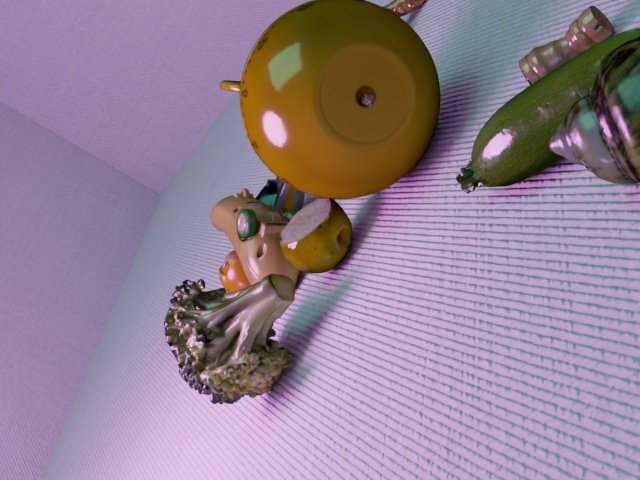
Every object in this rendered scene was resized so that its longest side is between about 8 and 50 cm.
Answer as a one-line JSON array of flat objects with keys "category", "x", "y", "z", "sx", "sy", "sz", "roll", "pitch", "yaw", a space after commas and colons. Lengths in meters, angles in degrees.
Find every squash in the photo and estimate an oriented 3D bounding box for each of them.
[{"category": "squash", "x": 0.283, "y": -0.148, "z": 1.231, "sx": 0.378, "sy": 0.101, "sz": 0.101, "roll": -37, "pitch": 27, "yaw": 56}]

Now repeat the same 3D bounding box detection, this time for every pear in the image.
[{"category": "pear", "x": 0.000, "y": 0.000, "z": 1.817, "sx": 0.141, "sy": 0.104, "sz": 0.141, "roll": -29, "pitch": 28, "yaw": 17}]

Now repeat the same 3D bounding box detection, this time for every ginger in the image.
[{"category": "ginger", "x": 0.153, "y": -0.503, "z": 2.264, "sx": 0.176, "sy": 0.052, "sz": 0.193, "roll": -12, "pitch": 39, "yaw": 22}]

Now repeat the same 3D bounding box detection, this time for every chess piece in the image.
[{"category": "chess piece", "x": 0.331, "y": -0.254, "z": 1.353, "sx": 0.122, "sy": 0.066, "sz": 0.066, "roll": -40, "pitch": 24, "yaw": 35}]

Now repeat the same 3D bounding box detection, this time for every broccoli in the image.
[{"category": "broccoli", "x": -0.146, "y": 0.146, "z": 1.744, "sx": 0.243, "sy": 0.247, "sz": 0.263, "roll": -45, "pitch": -2, "yaw": 25}]

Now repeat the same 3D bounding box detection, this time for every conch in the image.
[{"category": "conch", "x": 0.322, "y": -0.115, "z": 1.006, "sx": 0.181, "sy": 0.124, "sz": 0.187, "roll": -49, "pitch": 28, "yaw": 48}]

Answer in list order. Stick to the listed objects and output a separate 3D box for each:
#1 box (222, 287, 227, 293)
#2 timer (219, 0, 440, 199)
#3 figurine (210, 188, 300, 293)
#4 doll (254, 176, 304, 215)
[{"category": "box", "x": -0.228, "y": 0.155, "z": 2.332, "sx": 0.154, "sy": 0.040, "sz": 0.084, "roll": -45, "pitch": 20, "yaw": 44}, {"category": "timer", "x": 0.026, "y": -0.241, "z": 1.752, "sx": 0.376, "sy": 0.376, "sz": 0.387, "roll": -59, "pitch": 15, "yaw": 1}, {"category": "figurine", "x": -0.141, "y": 0.020, "z": 2.072, "sx": 0.324, "sy": 0.124, "sz": 0.222, "roll": 37, "pitch": 123, "yaw": 55}, {"category": "doll", "x": -0.109, "y": -0.037, "z": 2.205, "sx": 0.316, "sy": 0.103, "sz": 0.145, "roll": -65, "pitch": -13, "yaw": 14}]
